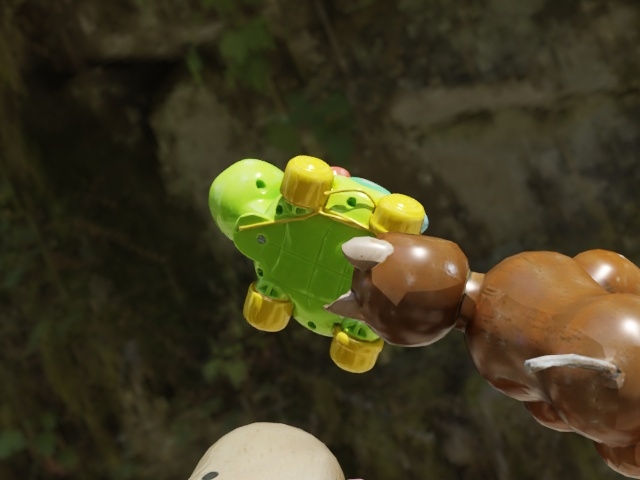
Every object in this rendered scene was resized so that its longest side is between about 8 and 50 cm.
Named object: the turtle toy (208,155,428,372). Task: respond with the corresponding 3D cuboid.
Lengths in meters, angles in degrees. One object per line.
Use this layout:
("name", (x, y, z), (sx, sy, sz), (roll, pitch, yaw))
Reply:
("turtle toy", (0.000, 0.000, 0.946), (0.130, 0.095, 0.066), (24, 24, 14))

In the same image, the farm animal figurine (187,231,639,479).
("farm animal figurine", (-0.002, 0.154, 0.568), (0.330, 0.172, 0.326), (-57, 30, 29))
